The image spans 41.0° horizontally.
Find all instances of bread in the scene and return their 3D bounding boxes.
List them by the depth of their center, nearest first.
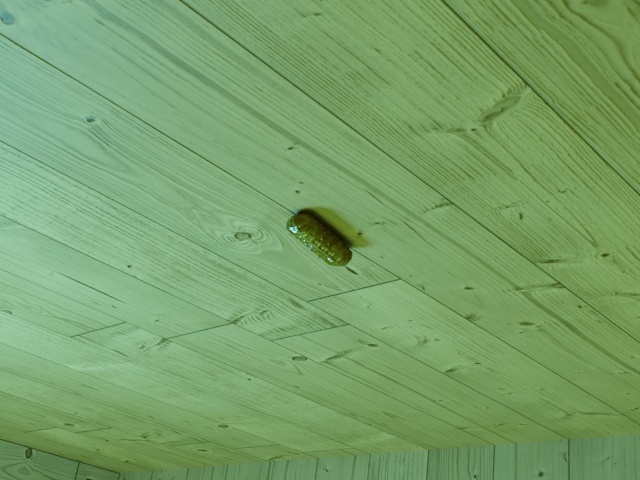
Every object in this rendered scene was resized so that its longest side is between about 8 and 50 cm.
[{"bbox_3d":[0.000,0.000,1.470,0.052,0.044,0.157,-5,151,35],"label":"bread"}]
